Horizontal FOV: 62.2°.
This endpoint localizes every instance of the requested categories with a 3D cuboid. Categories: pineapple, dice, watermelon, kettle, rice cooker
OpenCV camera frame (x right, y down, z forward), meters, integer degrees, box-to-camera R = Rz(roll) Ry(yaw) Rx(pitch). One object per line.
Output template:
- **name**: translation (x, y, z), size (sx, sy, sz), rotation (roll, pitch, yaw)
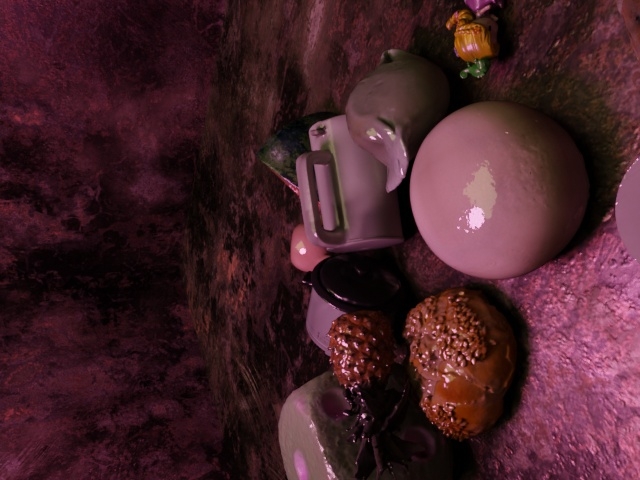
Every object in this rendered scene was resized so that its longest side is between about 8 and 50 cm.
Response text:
- **pineapple**: translation (0.113, 0.330, 1.101), size (0.165, 0.165, 0.364), rotation (125, 140, -51)
- **dice**: translation (0.101, 0.489, 1.258), size (0.318, 0.330, 0.322), rotation (112, 143, -47)
- **watermelon**: translation (0.013, -0.222, 1.578), size (0.250, 0.292, 0.283), rotation (-42, 76, 10)
- **kettle**: translation (0.079, -0.138, 1.298), size (0.265, 0.205, 0.318), rotation (15, -112, -72)
- **rice cooker**: translation (0.086, 0.155, 1.342), size (0.280, 0.241, 0.227), rotation (19, 125, 13)

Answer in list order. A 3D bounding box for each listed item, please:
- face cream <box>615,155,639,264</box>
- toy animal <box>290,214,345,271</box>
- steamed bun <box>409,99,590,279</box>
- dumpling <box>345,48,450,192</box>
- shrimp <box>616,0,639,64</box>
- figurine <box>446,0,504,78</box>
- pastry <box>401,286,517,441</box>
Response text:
- **face cream**: translation (0.484, -0.040, 0.638), size (0.177, 0.153, 0.177), rotation (176, 90, -65)
- **toy animal**: translation (-0.005, 0.010, 1.516), size (0.154, 0.250, 0.166), rotation (-1, 98, 21)
- **steamed bun**: translation (0.293, -0.088, 0.944), size (0.324, 0.206, 0.324), rotation (10, 102, 63)
- **dumpling**: translation (0.156, -0.275, 1.155), size (0.212, 0.320, 0.270), rotation (40, 155, -2)
- **shrimp**: translation (0.485, -0.318, 0.708), size (0.145, 0.059, 0.254), rotation (-29, 62, 50)
- **figurine**: translation (0.291, -0.388, 1.026), size (0.115, 0.095, 0.156), rotation (0, 89, 51)
- **pastry**: translation (0.264, 0.251, 1.090), size (0.255, 0.162, 0.311), rotation (29, 120, 56)
